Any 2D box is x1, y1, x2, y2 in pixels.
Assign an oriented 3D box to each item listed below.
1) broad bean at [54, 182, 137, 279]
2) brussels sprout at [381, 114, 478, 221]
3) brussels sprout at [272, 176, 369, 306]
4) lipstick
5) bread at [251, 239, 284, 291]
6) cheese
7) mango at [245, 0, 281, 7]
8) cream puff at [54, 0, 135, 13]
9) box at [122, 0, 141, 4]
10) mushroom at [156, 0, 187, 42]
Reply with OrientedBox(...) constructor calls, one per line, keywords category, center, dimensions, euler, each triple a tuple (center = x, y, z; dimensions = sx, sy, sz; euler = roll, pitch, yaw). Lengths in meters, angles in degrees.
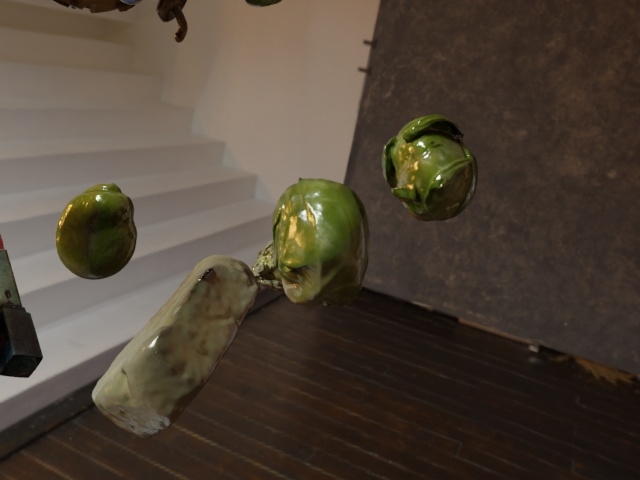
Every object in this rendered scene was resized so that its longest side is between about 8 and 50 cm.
OrientedBox(category="broad bean", center=(-0.623, -0.021, 1.724), dimensions=(0.238, 0.291, 0.119), euler=(39, 17, 4))
OrientedBox(category="brussels sprout", center=(0.289, -0.182, 1.628), dimensions=(0.227, 0.294, 0.259), euler=(-13, 54, -14))
OrientedBox(category="brussels sprout", center=(0.000, 0.000, 1.499), dimensions=(0.247, 0.327, 0.328), euler=(10, 16, -7))
OrientedBox(category="lipstick", center=(-0.531, 0.095, 1.031), dimensions=(0.051, 0.051, 0.312), euler=(19, 25, -48))
OrientedBox(category="bread", center=(-0.038, 0.052, 1.769), dimensions=(0.171, 0.314, 0.192), euler=(53, -2, 33))
OrientedBox(category="cheese", center=(-0.217, 0.159, 0.960), dimensions=(0.115, 0.318, 0.326), euler=(42, -7, -11))
OrientedBox(category="mango", center=(-0.123, -0.526, 1.268), dimensions=(0.091, 0.074, 0.165), euler=(-23, 6, 13))
OrientedBox(category="cream puff", center=(-0.522, -0.681, 1.372), dimensions=(0.351, 0.228, 0.350), euler=(-10, -13, -2))
OrientedBox(category="box", center=(-0.159, -0.446, 0.813), dimensions=(0.262, 0.291, 0.206), euler=(16, 16, 27))
OrientedBox(category="mushroom", center=(-0.349, -0.534, 1.449), dimensions=(0.073, 0.129, 0.088), euler=(1, 3, -13))
